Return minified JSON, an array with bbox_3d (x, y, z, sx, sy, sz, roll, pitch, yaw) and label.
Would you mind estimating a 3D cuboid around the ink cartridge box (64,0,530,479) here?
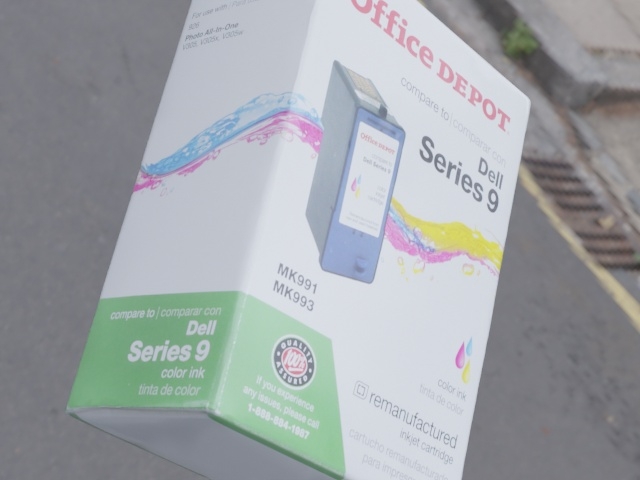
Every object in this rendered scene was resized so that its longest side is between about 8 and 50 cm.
[{"bbox_3d":[0.000,0.000,0.601,0.154,0.093,0.212,34,60,-41],"label":"ink cartridge box"}]
